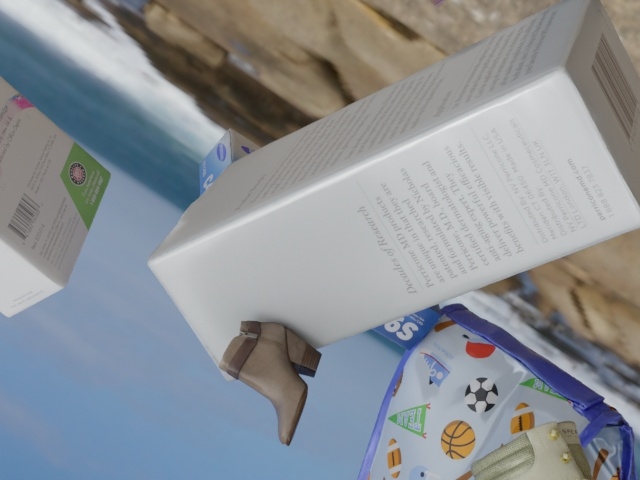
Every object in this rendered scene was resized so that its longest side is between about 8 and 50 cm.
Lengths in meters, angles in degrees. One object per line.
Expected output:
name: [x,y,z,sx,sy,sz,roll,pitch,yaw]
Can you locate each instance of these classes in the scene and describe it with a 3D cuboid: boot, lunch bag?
boot: [0.238,0.225,1.019,0.077,0.213,0.165,42,-150,-54]
lunch bag: [0.238,0.320,1.654,0.238,0.386,0.328,-5,-153,-38]
boot: [-0.051,0.126,1.117,0.086,0.118,0.042,19,136,2]

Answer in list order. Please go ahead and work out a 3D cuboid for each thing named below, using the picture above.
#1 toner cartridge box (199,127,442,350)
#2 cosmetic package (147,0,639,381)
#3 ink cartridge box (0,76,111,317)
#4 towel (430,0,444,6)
toner cartridge box: [0.000,0.000,1.629,0.347,0.075,0.165,32,-157,-24]
cosmetic package: [0.082,-0.047,1.175,0.162,0.453,0.230,58,-150,-16]
ink cartridge box: [-0.437,-0.099,1.444,0.119,0.207,0.353,-24,126,33]
towel: [0.151,-0.345,1.612,0.060,0.009,0.083,48,162,-6]
